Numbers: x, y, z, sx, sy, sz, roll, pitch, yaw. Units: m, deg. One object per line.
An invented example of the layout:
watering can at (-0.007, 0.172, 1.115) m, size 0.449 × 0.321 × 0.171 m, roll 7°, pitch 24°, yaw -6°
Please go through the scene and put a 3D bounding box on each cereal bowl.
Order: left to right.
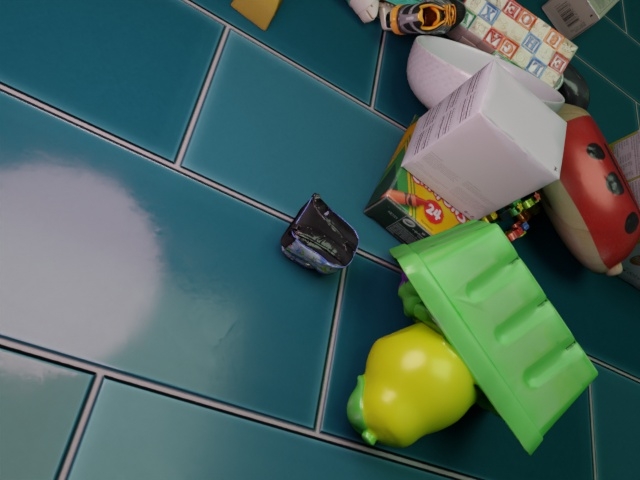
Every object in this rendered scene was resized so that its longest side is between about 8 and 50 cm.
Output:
cereal bowl at (0.337, -0.312, 1.219) m, size 0.339 × 0.141 × 0.339 m, roll 15°, pitch 31°, yaw -9°

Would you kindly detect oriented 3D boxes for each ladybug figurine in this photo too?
ladybug figurine at (0.611, -0.135, 1.314) m, size 0.305 × 0.162 × 0.449 m, roll -9°, pitch 74°, yaw -55°

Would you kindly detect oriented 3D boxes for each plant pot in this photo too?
plant pot at (-0.107, -0.473, 1.073) m, size 0.081 × 0.083 × 0.081 m, roll 33°, pitch 56°, yaw -19°

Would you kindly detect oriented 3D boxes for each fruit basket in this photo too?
fruit basket at (0.207, 0.186, 0.936) m, size 0.392 × 0.283 × 0.392 m, roll 0°, pitch 95°, yaw 3°

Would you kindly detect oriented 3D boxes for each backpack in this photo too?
backpack at (0.000, 0.000, 0.940) m, size 0.114 × 0.084 × 0.105 m, roll 37°, pitch 55°, yaw -9°

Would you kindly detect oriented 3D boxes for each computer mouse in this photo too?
computer mouse at (0.685, -0.469, 1.599) m, size 0.188 × 0.072 × 0.272 m, roll -35°, pitch 91°, yaw -39°

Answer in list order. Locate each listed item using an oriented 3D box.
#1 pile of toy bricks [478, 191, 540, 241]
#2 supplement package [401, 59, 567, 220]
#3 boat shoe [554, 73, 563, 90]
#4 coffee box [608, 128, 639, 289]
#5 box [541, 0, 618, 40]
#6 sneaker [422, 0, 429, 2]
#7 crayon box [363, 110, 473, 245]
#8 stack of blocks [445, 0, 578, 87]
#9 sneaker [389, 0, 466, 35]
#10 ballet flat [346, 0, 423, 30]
pile of toy bricks at (0.437, -0.071, 1.244) m, size 0.212 × 0.105 × 0.118 m, roll -30°, pitch 88°, yaw -38°
supplement package at (0.299, -0.175, 1.034) m, size 0.194 × 0.203 × 0.149 m, roll 34°, pitch 55°, yaw -16°
boat shoe at (0.513, -0.503, 1.493) m, size 0.114 × 0.091 × 0.302 m, roll -38°, pitch 95°, yaw -3°
coffee box at (0.928, -0.080, 1.426) m, size 0.338 × 0.334 × 0.338 m, roll 25°, pitch 58°, yaw -22°
box at (0.851, -0.773, 1.806) m, size 0.311 × 0.121 × 0.148 m, roll -40°, pitch 94°, yaw -38°
sneaker at (0.237, -0.643, 1.367) m, size 0.126 × 0.091 × 0.240 m, roll 6°, pitch 55°, yaw -35°
crayon box at (0.237, -0.121, 1.151) m, size 0.202 × 0.081 × 0.318 m, roll 38°, pitch 54°, yaw -14°
stack of blocks at (0.458, -0.481, 1.396) m, size 0.297 × 0.087 × 0.171 m, roll 33°, pitch 87°, yaw -6°
sneaker at (0.256, -0.496, 1.251) m, size 0.215 × 0.083 × 0.084 m, roll -23°, pitch 114°, yaw -30°
ballet flat at (0.135, -0.523, 1.260) m, size 0.247 × 0.083 × 0.087 m, roll 7°, pitch 81°, yaw -29°
